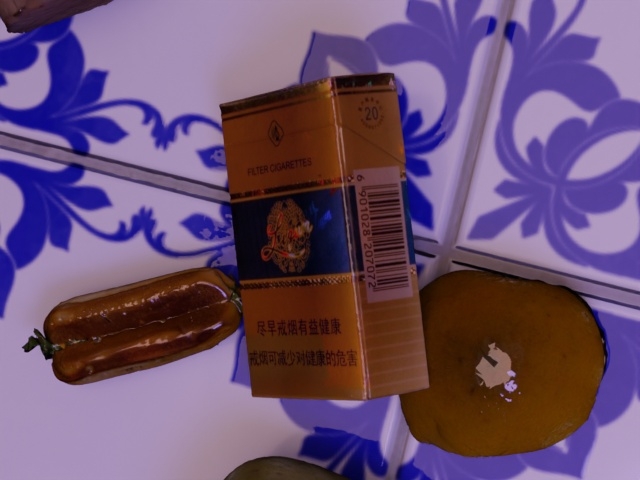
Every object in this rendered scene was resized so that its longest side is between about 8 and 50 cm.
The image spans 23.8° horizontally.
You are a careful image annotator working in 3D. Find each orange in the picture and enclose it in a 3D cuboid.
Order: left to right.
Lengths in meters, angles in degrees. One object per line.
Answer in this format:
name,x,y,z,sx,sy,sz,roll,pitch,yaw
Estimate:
orange,0.132,0.092,1.153,0.170,0.112,0.160,-42,82,-2

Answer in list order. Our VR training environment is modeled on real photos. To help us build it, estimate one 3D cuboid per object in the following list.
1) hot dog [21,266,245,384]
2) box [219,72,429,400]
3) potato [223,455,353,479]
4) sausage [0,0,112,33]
hot dog,-0.147,0.070,1.234,0.188,0.055,0.072,-14,85,12
box,0.000,0.000,1.156,0.152,0.070,0.237,-7,88,53
potato,0.018,0.303,1.146,0.210,0.173,0.307,-37,87,13
sausage,-0.245,-0.299,1.212,0.123,0.123,0.253,-25,87,12
